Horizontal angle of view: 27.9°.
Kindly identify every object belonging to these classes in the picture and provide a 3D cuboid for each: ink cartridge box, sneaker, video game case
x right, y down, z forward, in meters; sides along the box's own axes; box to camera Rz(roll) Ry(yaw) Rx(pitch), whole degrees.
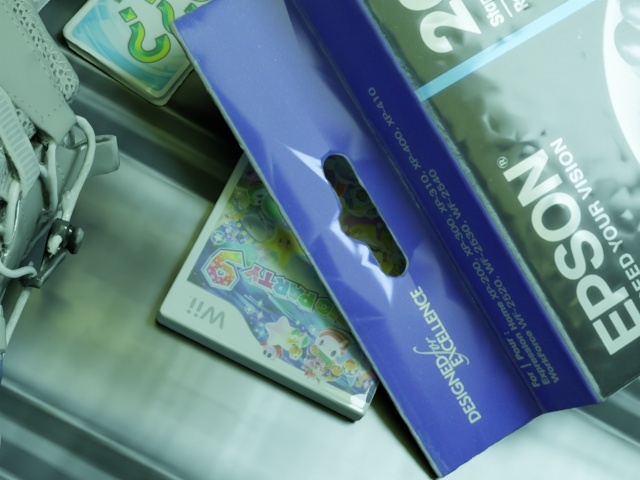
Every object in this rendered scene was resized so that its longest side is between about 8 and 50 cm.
[{"bbox_3d":[0.083,-0.049,0.492,0.208,0.045,0.206,-32,90,-13],"label":"ink cartridge box"},{"bbox_3d":[-0.119,-0.017,0.433,0.115,0.105,0.281,0,68,-23],"label":"sneaker"},{"bbox_3d":[0.000,0.000,0.512,0.087,0.011,0.122,27,61,-3],"label":"video game case"}]

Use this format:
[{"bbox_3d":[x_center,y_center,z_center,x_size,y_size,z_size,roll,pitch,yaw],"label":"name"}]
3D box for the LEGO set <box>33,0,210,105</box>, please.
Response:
[{"bbox_3d":[-0.070,-0.200,0.561,0.182,0.060,0.244,36,63,1],"label":"LEGO set"}]
